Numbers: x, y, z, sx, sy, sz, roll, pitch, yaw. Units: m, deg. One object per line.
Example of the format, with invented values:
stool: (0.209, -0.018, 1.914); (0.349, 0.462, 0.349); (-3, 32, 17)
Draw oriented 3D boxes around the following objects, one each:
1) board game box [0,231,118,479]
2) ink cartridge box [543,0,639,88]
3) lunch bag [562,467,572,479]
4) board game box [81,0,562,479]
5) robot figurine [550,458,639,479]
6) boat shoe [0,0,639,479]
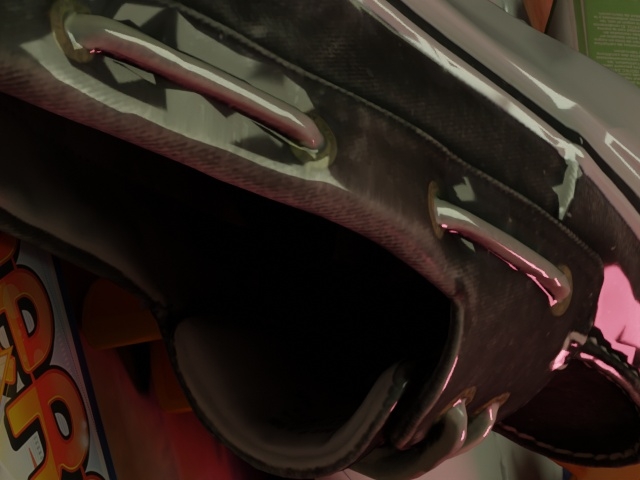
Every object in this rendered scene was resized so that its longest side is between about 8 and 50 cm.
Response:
board game box: (-0.091, 0.030, 0.393); (0.136, 0.035, 0.201); (-43, 120, -69)
ink cartridge box: (0.137, 0.002, 0.986); (0.171, 0.056, 0.235); (100, -9, -57)
lunch bag: (0.190, 0.115, 1.129); (0.219, 0.090, 0.176); (-82, 154, -47)
board game box: (0.023, -0.038, 0.762); (0.390, 0.050, 0.390); (57, 28, -51)
robot figurine: (0.181, 0.148, 0.817); (0.219, 0.128, 0.158); (39, 33, -34)
boat shoe: (0.000, 0.000, 0.455); (0.335, 0.121, 0.119); (36, 58, -43)
